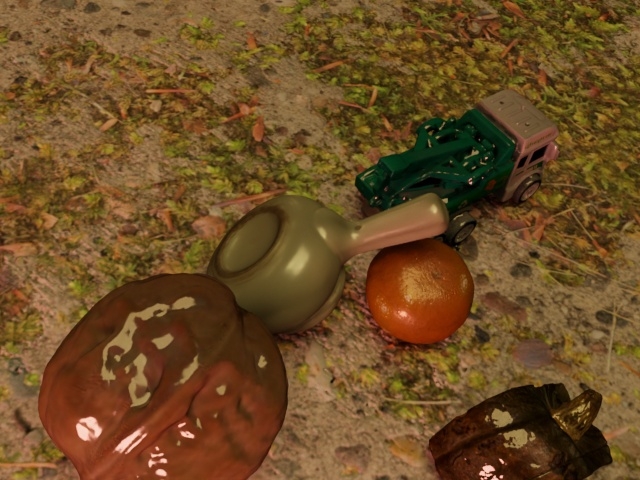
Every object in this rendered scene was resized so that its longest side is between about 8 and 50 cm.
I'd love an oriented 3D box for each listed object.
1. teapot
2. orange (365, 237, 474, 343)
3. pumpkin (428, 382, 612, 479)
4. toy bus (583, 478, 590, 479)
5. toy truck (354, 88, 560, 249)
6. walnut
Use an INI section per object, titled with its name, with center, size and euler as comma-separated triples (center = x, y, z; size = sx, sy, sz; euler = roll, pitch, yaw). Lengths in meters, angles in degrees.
[teapot]
center = -0.005, 0.029, 0.920
size = 0.318, 0.149, 0.220
euler = -10, 47, 39
[orange]
center = 0.139, 0.072, 0.989
size = 0.156, 0.124, 0.156
euler = 6, 65, -13
[pumpkin]
center = 0.274, 0.250, 0.873
size = 0.248, 0.126, 0.131
euler = -18, 60, -22
[toy bus]
center = 0.345, 0.382, 0.821
size = 0.075, 0.064, 0.190
euler = -16, 52, -27
[toy truck]
center = 0.217, -0.112, 1.109
size = 0.363, 0.178, 0.176
euler = -25, 60, -28
[walnut]
center = -0.174, 0.172, 0.793
size = 0.273, 0.273, 0.227
euler = -19, 25, -22
